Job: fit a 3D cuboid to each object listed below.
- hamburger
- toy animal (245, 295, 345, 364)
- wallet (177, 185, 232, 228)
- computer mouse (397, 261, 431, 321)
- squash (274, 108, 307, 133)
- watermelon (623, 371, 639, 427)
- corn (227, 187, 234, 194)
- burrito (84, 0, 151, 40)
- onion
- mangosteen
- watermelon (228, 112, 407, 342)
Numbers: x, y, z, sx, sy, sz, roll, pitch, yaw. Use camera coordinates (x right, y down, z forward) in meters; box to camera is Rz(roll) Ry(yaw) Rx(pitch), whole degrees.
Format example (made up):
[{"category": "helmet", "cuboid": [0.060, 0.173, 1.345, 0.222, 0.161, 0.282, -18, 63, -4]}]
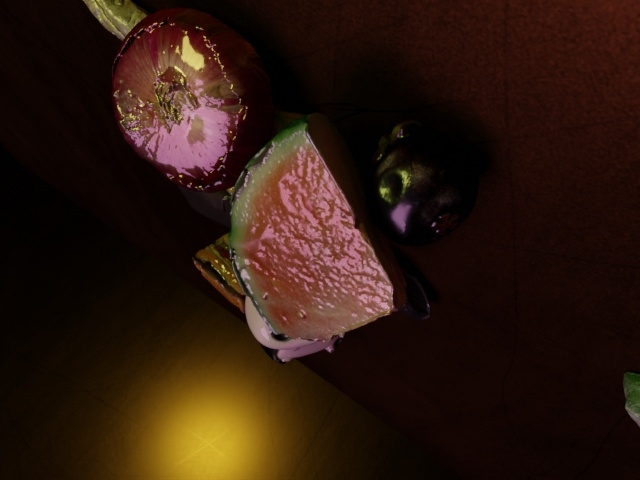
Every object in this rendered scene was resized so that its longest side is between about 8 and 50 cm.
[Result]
[{"category": "hamburger", "cuboid": [-0.212, 0.081, 1.499, 0.244, 0.163, 0.244, 39, 168, 10]}, {"category": "toy animal", "cuboid": [-0.055, 0.140, 1.249, 0.251, 0.251, 0.310, 33, 153, 13]}, {"category": "wallet", "cuboid": [-0.224, -0.072, 1.340, 0.310, 0.042, 0.165, 25, 160, 30]}, {"category": "computer mouse", "cuboid": [0.139, 0.080, 1.024, 0.192, 0.062, 0.106, 42, 160, -33]}, {"category": "squash", "cuboid": [-0.022, -0.110, 0.849, 0.090, 0.075, 0.200, 12, 131, 15]}, {"category": "watermelon", "cuboid": [0.527, 0.297, 0.834, 0.154, 0.094, 0.241, 28, 163, 46]}, {"category": "corn", "cuboid": [-0.080, -0.068, 1.038, 0.238, 0.080, 0.080, 36, 161, -4]}, {"category": "burrito", "cuboid": [-0.253, -0.306, 0.834, 0.230, 0.063, 0.058, 32, 122, -7]}, {"category": "onion", "cuboid": [-0.168, -0.186, 0.759, 0.248, 0.248, 0.161, 35, -165, 6]}, {"category": "mangosteen", "cuboid": [0.109, -0.071, 0.646, 0.151, 0.137, 0.137, 61, 175, 31]}, {"category": "watermelon", "cuboid": [-0.022, 0.008, 0.751, 0.292, 0.222, 0.319, 61, -169, -10]}]
